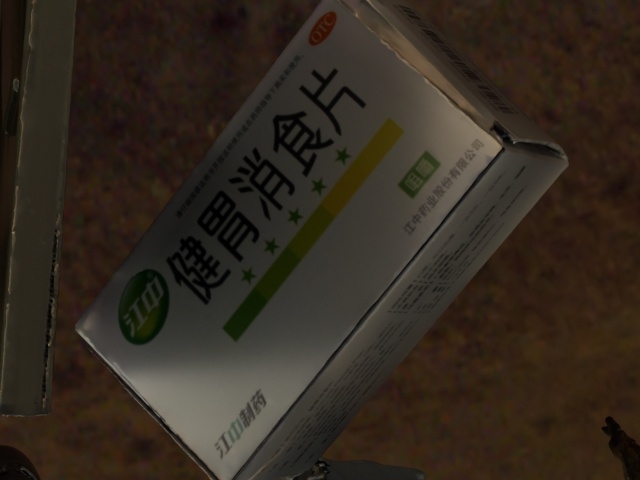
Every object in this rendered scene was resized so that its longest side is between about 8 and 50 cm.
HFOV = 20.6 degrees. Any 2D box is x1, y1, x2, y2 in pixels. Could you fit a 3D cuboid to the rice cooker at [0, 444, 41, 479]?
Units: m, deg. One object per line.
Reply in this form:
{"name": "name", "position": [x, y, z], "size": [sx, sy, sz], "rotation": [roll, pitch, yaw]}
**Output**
{"name": "rice cooker", "position": [-0.347, 0.288, 1.525], "size": [0.227, 0.280, 0.241], "rotation": [6, 126, 19]}

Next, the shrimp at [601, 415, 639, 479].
{"name": "shrimp", "position": [0.306, 0.269, 1.704], "size": [0.066, 0.262, 0.117], "rotation": [36, 100, -34]}

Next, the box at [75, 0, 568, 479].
{"name": "box", "position": [0.002, -0.002, 1.242], "size": [0.333, 0.173, 0.145], "rotation": [-51, 161, 15]}

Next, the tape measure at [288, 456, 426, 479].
{"name": "tape measure", "position": [0.009, 0.257, 1.420], "size": [0.181, 0.107, 0.182], "rotation": [-51, 146, 17]}

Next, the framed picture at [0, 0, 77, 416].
{"name": "framed picture", "position": [-0.181, -0.124, 1.068], "size": [0.028, 0.446, 0.326], "rotation": [5, 177, -16]}
